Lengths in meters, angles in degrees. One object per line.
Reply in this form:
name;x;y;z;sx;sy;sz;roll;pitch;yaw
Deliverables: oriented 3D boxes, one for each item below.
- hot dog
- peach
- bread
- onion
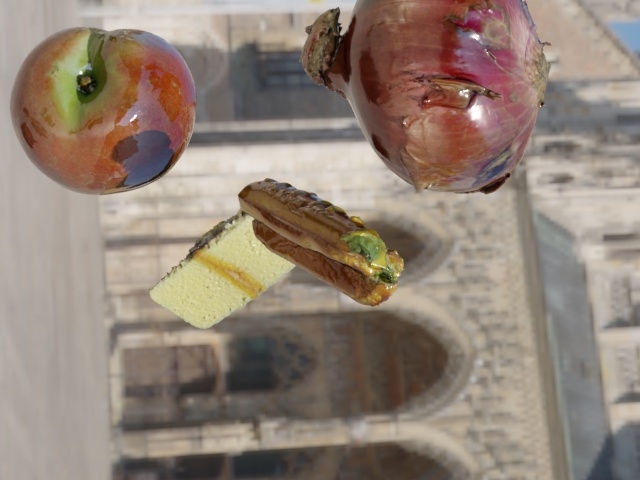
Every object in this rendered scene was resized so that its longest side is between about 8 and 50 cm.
hot dog;0.000;0.000;1.569;0.269;0.072;0.115;29;-35;45
peach;-0.295;-0.174;1.851;0.252;0.252;0.252;177;-90;-81
bread;-0.133;0.028;2.143;0.142;0.266;0.178;51;31;-8
onion;0.174;-0.234;1.857;0.353;0.353;0.354;177;-90;-81
